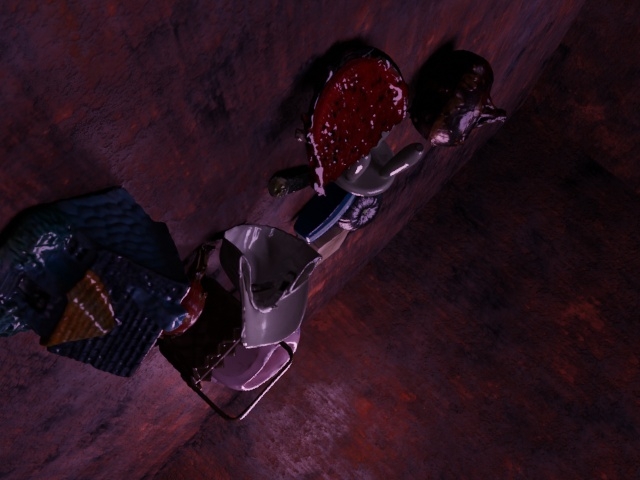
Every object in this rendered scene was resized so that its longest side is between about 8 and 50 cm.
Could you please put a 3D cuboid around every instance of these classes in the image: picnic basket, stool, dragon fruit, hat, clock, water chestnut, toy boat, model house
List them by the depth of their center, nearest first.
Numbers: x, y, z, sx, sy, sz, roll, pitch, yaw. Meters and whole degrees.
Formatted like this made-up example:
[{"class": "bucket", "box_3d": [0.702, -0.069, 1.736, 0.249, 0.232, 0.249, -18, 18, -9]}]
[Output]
[{"class": "model house", "box_3d": [-0.345, 0.102, 1.003, 0.261, 0.241, 0.226, -54, 169, 30]}, {"class": "dragon fruit", "box_3d": [0.057, -0.298, 1.411, 0.343, 0.100, 0.282, -41, 144, -29]}, {"class": "dragon fruit", "box_3d": [-0.313, 0.114, 1.503, 0.246, 0.125, 0.125, -61, 158, -15]}, {"class": "stool", "box_3d": [0.129, -0.233, 1.624, 0.196, 0.195, 0.198, -7, 161, -20]}, {"class": "hat", "box_3d": [-0.151, 0.115, 1.631, 0.258, 0.168, 0.301, 2, 97, -43]}, {"class": "picnic basket", "box_3d": [-0.261, 0.293, 1.746, 0.254, 0.321, 0.291, -46, 171, -25]}, {"class": "water chestnut", "box_3d": [0.419, -0.409, 1.965, 0.300, 0.300, 0.300, -45, 168, -12]}, {"class": "toy boat", "box_3d": [0.036, -0.123, 1.979, 0.299, 0.096, 0.061, -48, 160, -6]}, {"class": "clock", "box_3d": [-0.210, 0.317, 2.138, 0.368, 0.250, 0.377, -50, 168, 13]}]

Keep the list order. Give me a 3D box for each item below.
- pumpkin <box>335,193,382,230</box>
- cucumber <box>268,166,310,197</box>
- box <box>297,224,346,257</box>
[{"class": "pumpkin", "box_3d": [0.108, -0.125, 2.108, 0.202, 0.140, 0.202, -28, 143, -23]}, {"class": "cucumber", "box_3d": [-0.056, -0.151, 1.653, 0.058, 0.052, 0.215, -31, 178, 30]}, {"class": "box", "box_3d": [0.000, 0.000, 2.236, 0.212, 0.095, 0.168, -38, 166, -42]}]
